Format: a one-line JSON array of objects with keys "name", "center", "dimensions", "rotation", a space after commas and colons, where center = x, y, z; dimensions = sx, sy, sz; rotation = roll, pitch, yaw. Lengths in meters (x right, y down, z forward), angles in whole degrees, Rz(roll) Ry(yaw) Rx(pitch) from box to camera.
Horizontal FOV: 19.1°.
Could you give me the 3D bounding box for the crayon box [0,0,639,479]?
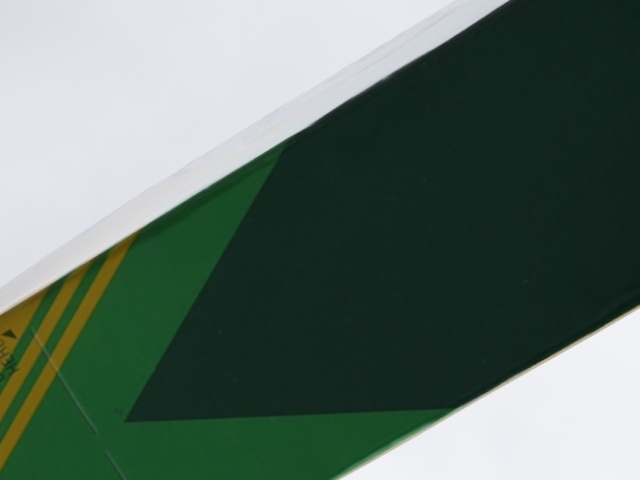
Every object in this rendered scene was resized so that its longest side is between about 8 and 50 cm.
[{"name": "crayon box", "center": [0.000, 0.000, 0.725], "dimensions": [0.313, 0.106, 0.363], "rotation": [-30, -175, 9]}]
